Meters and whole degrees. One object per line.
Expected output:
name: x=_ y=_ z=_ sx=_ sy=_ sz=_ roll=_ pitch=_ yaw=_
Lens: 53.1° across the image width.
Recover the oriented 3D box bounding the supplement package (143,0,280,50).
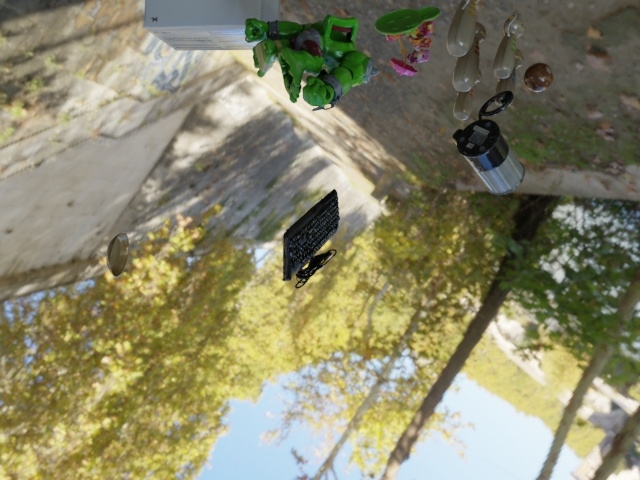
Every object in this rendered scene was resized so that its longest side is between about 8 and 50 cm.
supplement package: x=-0.180 y=-0.478 z=1.108 sx=0.203 sy=0.262 sz=0.145 roll=2 pitch=-178 yaw=10

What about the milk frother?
milk frother: x=0.340 y=-0.189 z=1.219 sx=0.134 sy=0.143 sz=0.129 roll=40 pitch=-163 yaw=-43

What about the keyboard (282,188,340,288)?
keyboard: x=0.000 y=0.000 z=0.913 sx=0.038 sy=0.100 sz=0.192 roll=11 pitch=-154 yaw=20

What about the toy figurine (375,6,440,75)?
toy figurine: x=0.243 y=-0.522 z=1.715 sx=0.130 sy=0.173 sz=0.159 roll=-104 pitch=-3 yaw=-48

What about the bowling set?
bowling set: x=0.360 y=-0.358 z=1.260 sx=0.199 sy=0.154 sz=0.287 roll=12 pitch=162 yaw=16

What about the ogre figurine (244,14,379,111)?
ogre figurine: x=-0.008 y=-0.231 z=0.804 sx=0.197 sy=0.118 sz=0.097 roll=36 pitch=137 yaw=55

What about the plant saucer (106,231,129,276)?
plant saucer: x=-0.372 y=0.024 z=1.166 sx=0.015 sy=0.084 sz=0.083 roll=9 pitch=-176 yaw=3
